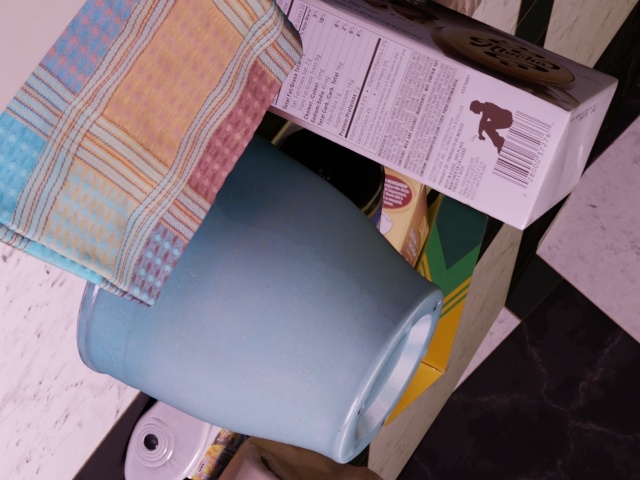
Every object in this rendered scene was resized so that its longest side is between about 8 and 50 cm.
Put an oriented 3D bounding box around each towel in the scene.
[{"bbox_3d":[-0.135,-0.104,1.037,0.271,0.040,0.370,-59,157,-4],"label":"towel"}]

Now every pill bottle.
[{"bbox_3d":[0.004,-0.016,1.575,0.123,0.123,0.219,-53,164,-26],"label":"pill bottle"}]

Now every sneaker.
[{"bbox_3d":[-0.127,0.177,1.581,0.217,0.079,0.121,-64,163,6],"label":"sneaker"}]

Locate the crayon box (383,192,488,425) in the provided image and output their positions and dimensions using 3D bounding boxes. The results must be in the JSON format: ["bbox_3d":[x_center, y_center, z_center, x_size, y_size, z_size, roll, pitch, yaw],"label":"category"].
[{"bbox_3d":[0.122,0.117,2.018,0.202,0.081,0.318,-51,-165,56],"label":"crayon box"}]

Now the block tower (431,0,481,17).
[{"bbox_3d":[0.144,-0.308,1.562,0.335,0.091,0.097,-57,165,-13],"label":"block tower"}]

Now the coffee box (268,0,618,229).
[{"bbox_3d":[0.092,-0.138,1.309,0.168,0.297,0.119,-29,142,-61],"label":"coffee box"}]

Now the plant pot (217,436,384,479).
[{"bbox_3d":[-0.054,0.407,1.735,0.305,0.334,0.334,-63,165,11],"label":"plant pot"}]

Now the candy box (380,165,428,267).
[{"bbox_3d":[0.044,0.080,1.849,0.183,0.087,0.316,76,35,-69],"label":"candy box"}]

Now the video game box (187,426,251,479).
[{"bbox_3d":[-0.103,0.209,1.784,0.187,0.048,0.205,-61,165,-7],"label":"video game box"}]

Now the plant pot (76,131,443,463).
[{"bbox_3d":[-0.037,0.061,1.333,0.272,0.255,0.272,-54,163,-25],"label":"plant pot"}]

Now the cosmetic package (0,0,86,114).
[{"bbox_3d":[-0.152,-0.207,0.671,0.309,0.160,0.113,-57,163,-16],"label":"cosmetic package"}]
